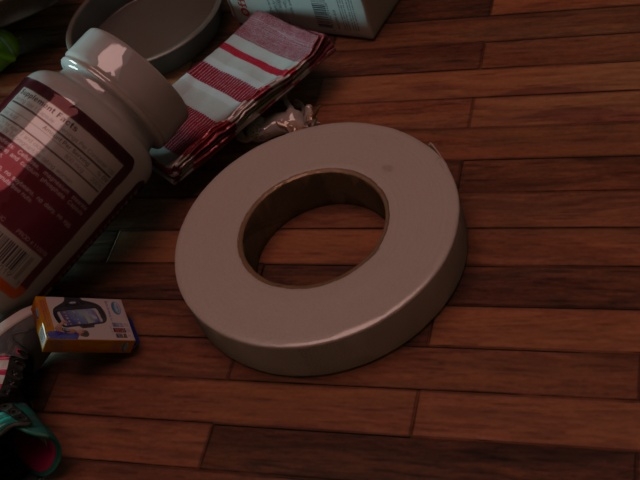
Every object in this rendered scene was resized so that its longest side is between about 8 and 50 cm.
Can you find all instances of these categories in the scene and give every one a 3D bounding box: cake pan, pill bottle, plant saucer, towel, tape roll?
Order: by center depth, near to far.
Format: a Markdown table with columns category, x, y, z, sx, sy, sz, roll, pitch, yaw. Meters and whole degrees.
| category | x | y | z | sx | sy | sz | roll | pitch | yaw |
| --- | --- | --- | --- | --- | --- | --- | --- | --- | --- |
| tape roll | 0.000 | 0.000 | 1.392 | 0.392 | 0.072 | 0.392 | -10 | 47 | 11 |
| pill bottle | -0.381 | -0.095 | 1.472 | 0.224 | 0.224 | 0.392 | 30 | 74 | 37 |
| towel | -0.159 | -0.234 | 1.637 | 0.329 | 0.037 | 0.237 | -42 | 37 | -12 |
| cake pan | -0.303 | -0.384 | 1.849 | 0.293 | 0.054 | 0.293 | -10 | 48 | 11 |
| plant saucer | -0.600 | -0.415 | 1.919 | 0.311 | 0.050 | 0.310 | -19 | 19 | 7 |

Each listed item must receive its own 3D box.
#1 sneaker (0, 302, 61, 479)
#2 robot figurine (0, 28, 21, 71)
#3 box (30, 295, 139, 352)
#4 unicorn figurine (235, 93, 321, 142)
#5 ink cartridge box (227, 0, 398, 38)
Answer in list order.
| category | x | y | z | sx | sy | sz | roll | pitch | yaw |
| --- | --- | --- | --- | --- | --- | --- | --- | --- | --- |
| sneaker | -0.382 | 0.210 | 1.315 | 0.178 | 0.123 | 0.295 | 18 | 52 | 25 |
| robot figurine | -0.596 | -0.338 | 1.907 | 0.101 | 0.067 | 0.115 | 25 | 62 | 38 |
| box | -0.305 | 0.111 | 1.383 | 0.136 | 0.028 | 0.081 | 2 | 39 | -31 |
| unicorn figurine | -0.059 | -0.186 | 1.592 | 0.162 | 0.060 | 0.111 | -26 | 45 | 19 |
| ink cartridge box | -0.030 | -0.450 | 1.709 | 0.273 | 0.197 | 0.114 | 12 | 54 | 28 |
